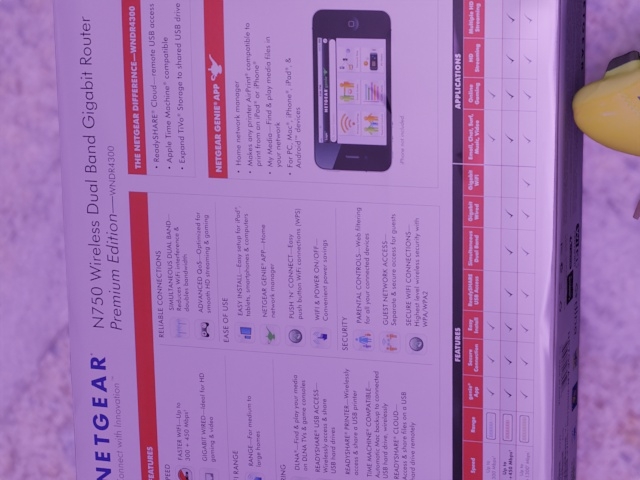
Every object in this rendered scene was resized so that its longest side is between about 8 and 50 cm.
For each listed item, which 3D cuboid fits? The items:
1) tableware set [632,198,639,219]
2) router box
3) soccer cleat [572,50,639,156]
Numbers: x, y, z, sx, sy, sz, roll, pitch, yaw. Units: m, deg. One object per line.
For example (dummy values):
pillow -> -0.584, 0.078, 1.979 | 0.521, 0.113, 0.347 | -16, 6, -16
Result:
tableware set -> 0.259, 0.013, 1.020 | 0.168, 0.020, 0.141 | 9, 106, 16
router box -> 0.000, 0.000, 1.066 | 0.301, 0.082, 0.336 | 4, 104, 17
soccer cleat -> 0.277, -0.050, 0.946 | 0.289, 0.093, 0.121 | 1, 90, 11
